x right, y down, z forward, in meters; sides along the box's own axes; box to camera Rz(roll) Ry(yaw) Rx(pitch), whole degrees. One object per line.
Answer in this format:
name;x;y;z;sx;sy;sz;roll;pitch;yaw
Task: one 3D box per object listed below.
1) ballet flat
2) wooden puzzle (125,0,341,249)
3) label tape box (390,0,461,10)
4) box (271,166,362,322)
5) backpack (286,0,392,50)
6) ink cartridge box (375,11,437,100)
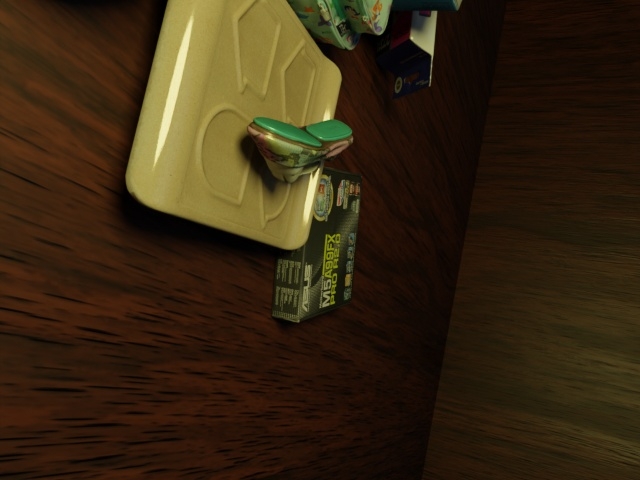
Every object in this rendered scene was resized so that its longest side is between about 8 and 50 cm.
ballet flat;-0.026;-0.120;0.648;0.221;0.077;0.079;-25;146;-59
wooden puzzle;-0.098;-0.167;0.647;0.348;0.081;0.322;21;80;-63
label tape box;0.176;-0.585;0.860;0.106;0.241;0.333;32;77;-59
box;0.000;0.000;0.905;0.216;0.060;0.270;-3;98;-62
backpack;0.008;-0.422;0.691;0.253;0.191;0.225;26;78;-59
ink cartridge box;0.185;-0.503;1.028;0.069;0.176;0.370;0;96;-17
